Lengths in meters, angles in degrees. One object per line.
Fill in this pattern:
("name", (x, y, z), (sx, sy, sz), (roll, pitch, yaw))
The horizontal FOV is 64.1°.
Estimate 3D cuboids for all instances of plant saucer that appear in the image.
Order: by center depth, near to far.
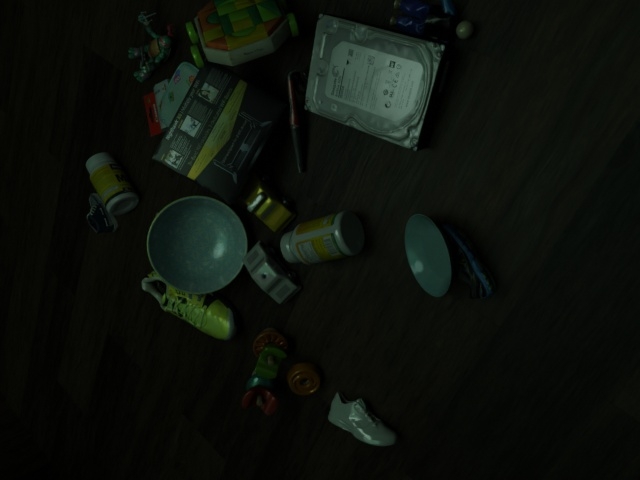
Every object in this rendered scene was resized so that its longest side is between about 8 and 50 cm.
("plant saucer", (0.256, 0.031, 1.165), (0.195, 0.037, 0.194), (166, 90, -73))

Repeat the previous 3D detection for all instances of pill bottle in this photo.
("pill bottle", (0.000, 0.000, 1.332), (0.208, 0.118, 0.117), (-15, 89, 36))
("pill bottle", (-0.748, -0.205, 1.832), (0.119, 0.119, 0.208), (-43, 73, 33))

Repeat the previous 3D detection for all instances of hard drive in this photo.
("hard drive", (0.120, -0.374, 1.194), (0.339, 0.064, 0.236), (29, 122, 29))

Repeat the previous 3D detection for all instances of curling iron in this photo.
("curling iron", (-0.053, -0.315, 1.353), (0.035, 0.068, 0.274), (-139, 46, -67))

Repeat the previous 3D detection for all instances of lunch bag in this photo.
("lunch bag", (-0.339, -0.380, 1.514), (0.279, 0.108, 0.224), (45, 115, 18))

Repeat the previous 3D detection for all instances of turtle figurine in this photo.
("turtle figurine", (-0.530, -0.599, 1.609), (0.234, 0.118, 0.175), (-14, 75, 52))

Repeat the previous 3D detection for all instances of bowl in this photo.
("bowl", (-0.371, 0.007, 1.555), (0.156, 0.290, 0.289), (-155, 61, -76))

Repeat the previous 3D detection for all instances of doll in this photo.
("doll", (0.245, -0.480, 1.113), (0.189, 0.046, 0.129), (31, 127, 26))

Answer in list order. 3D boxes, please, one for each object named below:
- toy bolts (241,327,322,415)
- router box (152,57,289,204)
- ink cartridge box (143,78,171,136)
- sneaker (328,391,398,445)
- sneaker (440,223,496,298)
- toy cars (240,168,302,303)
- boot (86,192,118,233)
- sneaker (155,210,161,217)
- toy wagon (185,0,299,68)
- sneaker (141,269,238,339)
("toy bolts", (-0.124, 0.386, 1.512), (0.218, 0.158, 0.228), (26, 107, -14))
("router box", (-0.264, -0.288, 1.371), (0.243, 0.081, 0.308), (31, 98, -4))
("ink cartridge box", (-0.531, -0.434, 1.683), (0.179, 0.045, 0.145), (-9, 92, 34))
("sneaker", (0.114, 0.472, 1.365), (0.212, 0.080, 0.094), (14, 94, 34))
("sneaker", (0.316, 0.048, 1.145), (0.078, 0.067, 0.188), (-33, 80, 31))
("toy cars", (-0.157, -0.006, 1.442), (0.177, 0.087, 0.393), (-1, 98, 21))
("boot", (-0.851, -0.106, 1.943), (0.190, 0.086, 0.069), (48, 122, 19))
("sneaker", (-0.493, -0.024, 1.714), (0.191, 0.071, 0.083), (41, 125, 23))
("toy wagon", (-0.213, -0.569, 1.317), (0.267, 0.068, 0.344), (-19, 53, -2))
("sneaker", (-0.428, 0.216, 1.660), (0.385, 0.147, 0.145), (27, 111, 28))
